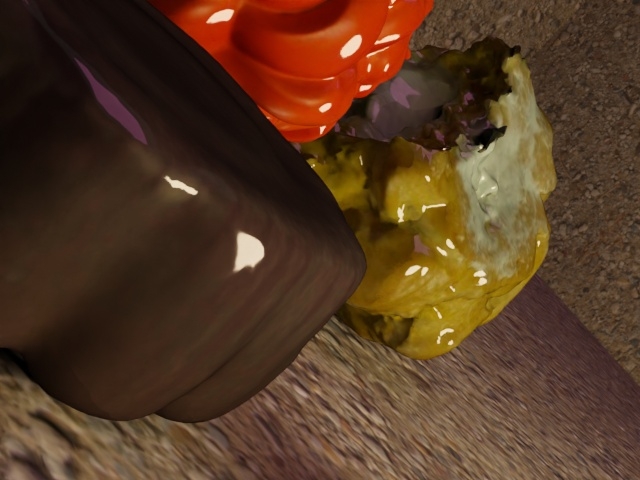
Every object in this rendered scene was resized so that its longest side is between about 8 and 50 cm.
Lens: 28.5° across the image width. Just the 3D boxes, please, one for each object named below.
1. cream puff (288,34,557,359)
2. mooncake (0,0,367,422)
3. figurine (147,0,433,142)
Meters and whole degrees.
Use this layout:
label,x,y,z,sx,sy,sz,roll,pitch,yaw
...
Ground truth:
label,x,y,z,sx,sy,sz,roll,pitch,yaw
cream puff,0.064,-0.036,1.185,0.323,0.270,0.274,-40,122,-45
mooncake,-0.121,-0.037,0.656,0.306,0.154,0.306,41,10,-9
figurine,-0.067,-0.192,0.968,0.241,0.306,0.412,31,-21,-15
